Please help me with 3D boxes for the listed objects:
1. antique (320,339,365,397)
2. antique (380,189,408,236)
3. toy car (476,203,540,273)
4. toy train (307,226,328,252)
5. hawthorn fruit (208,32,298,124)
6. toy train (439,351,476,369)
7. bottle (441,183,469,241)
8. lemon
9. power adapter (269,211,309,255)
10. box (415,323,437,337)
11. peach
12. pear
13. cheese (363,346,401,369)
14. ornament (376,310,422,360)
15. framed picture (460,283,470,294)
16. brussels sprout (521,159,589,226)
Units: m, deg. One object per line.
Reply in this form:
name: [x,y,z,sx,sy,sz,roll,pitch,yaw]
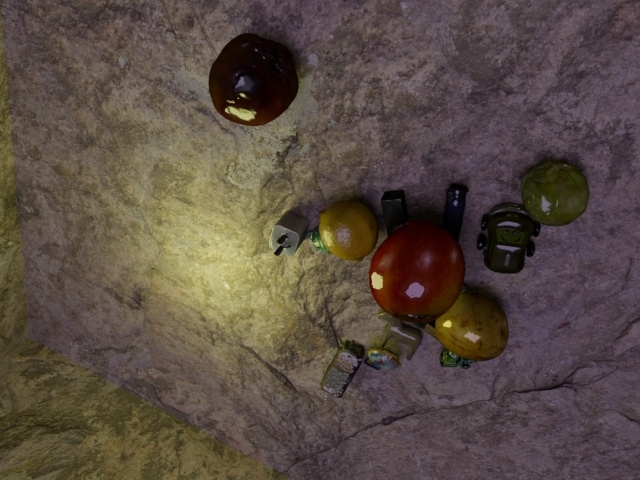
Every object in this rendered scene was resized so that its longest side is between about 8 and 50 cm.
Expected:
antique: [0.116,0.624,2.215,0.125,0.150,0.284,28,117,4]
antique: [0.299,-0.079,1.745,0.080,0.081,0.221,-3,119,24]
toy car: [0.668,0.015,1.589,0.203,0.198,0.248,9,120,17]
toy train: [0.000,0.000,1.886,0.081,0.149,0.099,-21,114,0]
hawthorn fruit: [-0.244,-0.546,1.542,0.324,0.308,0.309,1,120,29]
toy train: [0.598,0.508,1.940,0.131,0.083,0.200,-2,152,5]
bottle: [0.493,-0.092,1.666,0.081,0.072,0.245,-4,121,-9]
lemon: [0.116,-0.035,1.751,0.228,0.229,0.254,-22,121,30]
power adapter: [-0.143,-0.012,1.874,0.125,0.205,0.130,24,123,6]
box: [0.465,0.382,1.938,0.235,0.132,0.034,33,85,-2]
peach: [0.346,0.106,1.619,0.369,0.370,0.371,9,123,15]
pear: [0.603,0.343,1.781,0.280,0.281,0.281,9,123,15]
cheese: [0.288,0.569,2.121,0.176,0.069,0.270,27,150,-2]
ornament: [0.351,0.417,2.036,0.230,0.061,0.245,22,128,9]
framed picture: [0.452,0.220,1.878,0.208,0.019,0.281,32,129,-15]
brussels sprout: [0.772,-0.153,1.470,0.222,0.161,0.224,3,106,12]
